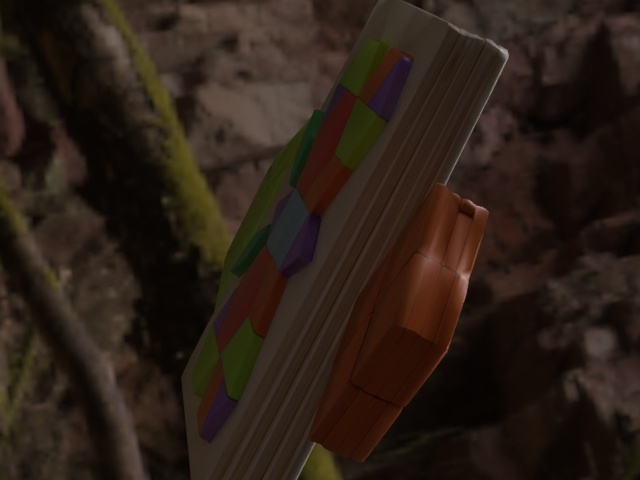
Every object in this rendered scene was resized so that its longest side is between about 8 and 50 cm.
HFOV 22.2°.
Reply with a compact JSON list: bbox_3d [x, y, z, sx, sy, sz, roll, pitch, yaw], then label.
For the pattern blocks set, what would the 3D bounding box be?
[{"bbox_3d":[0.000,0.000,0.548,0.325,0.026,0.285,-65,-168,-7],"label":"pattern blocks set"}]
